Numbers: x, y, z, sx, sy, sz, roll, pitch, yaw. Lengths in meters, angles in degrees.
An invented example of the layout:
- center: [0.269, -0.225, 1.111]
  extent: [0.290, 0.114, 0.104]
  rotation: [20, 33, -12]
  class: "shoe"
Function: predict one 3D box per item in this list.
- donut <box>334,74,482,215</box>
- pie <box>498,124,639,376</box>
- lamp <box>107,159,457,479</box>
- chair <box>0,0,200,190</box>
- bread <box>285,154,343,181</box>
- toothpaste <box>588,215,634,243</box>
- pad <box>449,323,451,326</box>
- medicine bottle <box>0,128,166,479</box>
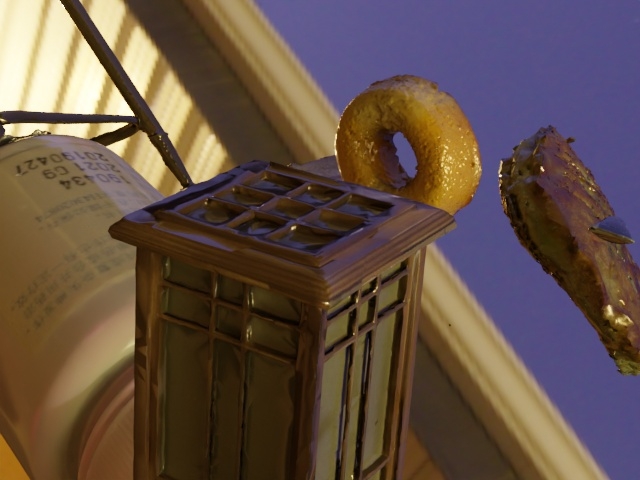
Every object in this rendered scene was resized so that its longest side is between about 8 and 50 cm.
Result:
- center: [0.086, -0.095, 1.408]
  extent: [0.162, 0.065, 0.178]
  rotation: [-46, -107, 30]
  class: "donut"
- center: [0.328, 0.012, 1.597]
  extent: [0.103, 0.288, 0.354]
  rotation: [-30, -148, 19]
  class: "pie"
- center: [-0.020, 0.138, 0.488]
  extent: [0.090, 0.089, 0.325]
  rotation: [18, -63, 28]
  class: "lamp"
- center: [-0.417, -0.188, 1.424]
  extent: [0.362, 0.365, 0.410]
  rotation: [-19, -94, 24]
  class: "chair"
- center: [0.000, 0.000, 1.822]
  extent: [0.110, 0.184, 0.234]
  rotation: [37, -63, 28]
  class: "bread"
- center: [0.240, -0.008, 1.054]
  extent: [0.037, 0.140, 0.021]
  rotation: [18, -83, 12]
  class: "toothpaste"
- center: [0.024, 0.078, 1.719]
  extent: [0.250, 0.323, 0.055]
  rotation: [-34, -147, 30]
  class: "pad"
- center: [-0.146, 0.085, 0.951]
  extent: [0.379, 0.214, 0.213]
  rotation: [41, -47, 44]
  class: "medicine bottle"
